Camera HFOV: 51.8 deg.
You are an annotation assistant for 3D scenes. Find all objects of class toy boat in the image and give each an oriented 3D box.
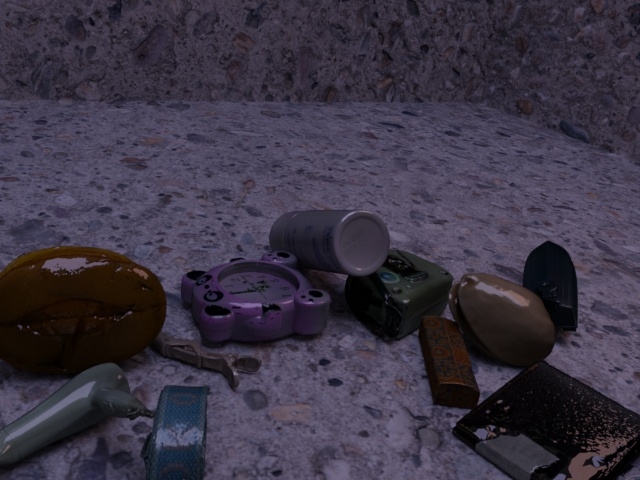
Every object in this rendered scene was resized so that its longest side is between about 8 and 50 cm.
[{"bbox_3d":[0.505,0.098,1.452,0.114,0.122,0.296,-3,30,21],"label":"toy boat"}]

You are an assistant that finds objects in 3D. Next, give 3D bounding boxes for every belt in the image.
[{"bbox_3d":[-0.185,0.264,0.838,0.082,0.147,0.163,8,-4,-7],"label":"belt"}]

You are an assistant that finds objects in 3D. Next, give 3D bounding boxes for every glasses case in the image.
[{"bbox_3d":[0.230,0.214,1.196,0.075,0.049,0.218,7,24,-2],"label":"glasses case"}]

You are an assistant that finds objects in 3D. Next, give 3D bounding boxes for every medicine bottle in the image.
[{"bbox_3d":[0.000,0.000,1.386,0.130,0.130,0.341,-5,4,-28],"label":"medicine bottle"}]

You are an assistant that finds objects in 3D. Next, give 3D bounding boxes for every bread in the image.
[{"bbox_3d":[-0.388,0.108,1.050,0.270,0.195,0.143,-1,16,-27],"label":"bread"}]

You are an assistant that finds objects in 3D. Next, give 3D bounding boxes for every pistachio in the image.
[{"bbox_3d":[0.352,0.147,1.264,0.223,0.126,0.152,40,68,6],"label":"pistachio"}]

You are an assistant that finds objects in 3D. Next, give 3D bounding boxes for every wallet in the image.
[{"bbox_3d":[0.375,0.298,1.048,0.262,0.071,0.221,-20,37,-36],"label":"wallet"}]

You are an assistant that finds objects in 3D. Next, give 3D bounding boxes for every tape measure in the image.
[{"bbox_3d":[0.142,0.093,1.357,0.207,0.115,0.235,28,31,32],"label":"tape measure"}]

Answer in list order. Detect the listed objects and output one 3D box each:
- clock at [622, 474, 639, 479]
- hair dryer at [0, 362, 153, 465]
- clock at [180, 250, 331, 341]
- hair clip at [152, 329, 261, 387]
[{"bbox_3d":[0.391,0.366,0.864,0.176,0.080,0.117,-22,37,-29],"label":"clock"},{"bbox_3d":[-0.303,0.232,0.855,0.237,0.075,0.206,-11,13,41],"label":"hair dryer"},{"bbox_3d":[-0.128,0.110,1.261,0.248,0.090,0.227,-5,28,-25],"label":"clock"},{"bbox_3d":[-0.216,0.193,1.110,0.226,0.034,0.072,15,26,15],"label":"hair clip"}]
